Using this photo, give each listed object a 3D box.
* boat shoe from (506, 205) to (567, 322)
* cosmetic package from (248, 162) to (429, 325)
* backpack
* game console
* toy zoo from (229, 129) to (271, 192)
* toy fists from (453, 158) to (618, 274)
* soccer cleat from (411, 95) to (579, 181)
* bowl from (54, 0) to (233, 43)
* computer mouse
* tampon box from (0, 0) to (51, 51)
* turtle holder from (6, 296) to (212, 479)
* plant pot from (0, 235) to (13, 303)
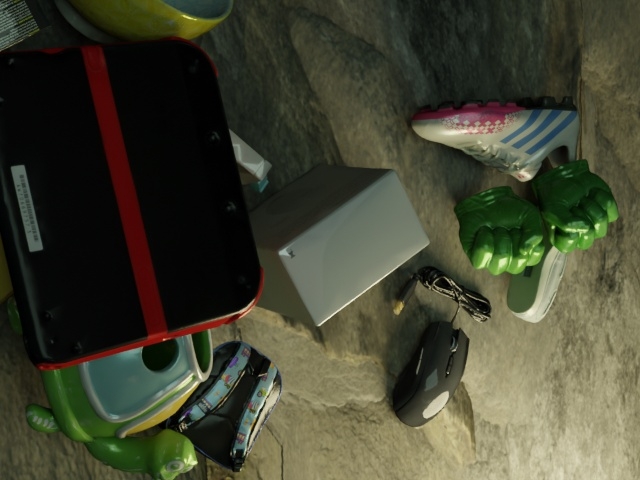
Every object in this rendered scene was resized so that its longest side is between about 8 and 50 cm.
[{"bbox_3d":[0.390,0.036,2.166,0.081,0.079,0.228,35,72,-50],"label":"boat shoe"},{"bbox_3d":[0.000,0.000,1.859,0.224,0.224,0.138,-35,109,-21],"label":"cosmetic package"},{"bbox_3d":[-0.151,0.235,1.859,0.158,0.117,0.173,37,78,-26],"label":"backpack"},{"bbox_3d":[-0.248,-0.059,1.550,0.342,0.060,0.387,-13,89,-35],"label":"game console"},{"bbox_3d":[-0.187,-0.160,1.763,0.293,0.192,0.030,40,76,-26],"label":"toy zoo"},{"bbox_3d":[0.367,-0.035,2.074,0.279,0.096,0.142,-19,75,-13],"label":"toy fists"},{"bbox_3d":[0.303,-0.167,2.069,0.331,0.116,0.143,-6,97,-28],"label":"soccer cleat"},{"bbox_3d":[-0.277,-0.364,1.700,0.289,0.289,0.156,34,121,-26],"label":"bowl"},{"bbox_3d":[0.183,0.175,2.067,0.184,0.060,0.262,37,77,-27],"label":"computer mouse"},{"bbox_3d":[-0.453,-0.332,1.644,0.101,0.120,0.161,-32,108,-23],"label":"tampon box"},{"bbox_3d":[-0.268,0.170,1.672,0.227,0.243,0.320,-8,79,7],"label":"turtle holder"},{"bbox_3d":[-0.428,-0.069,1.625,0.254,0.254,0.239,-44,97,-18],"label":"plant pot"}]
